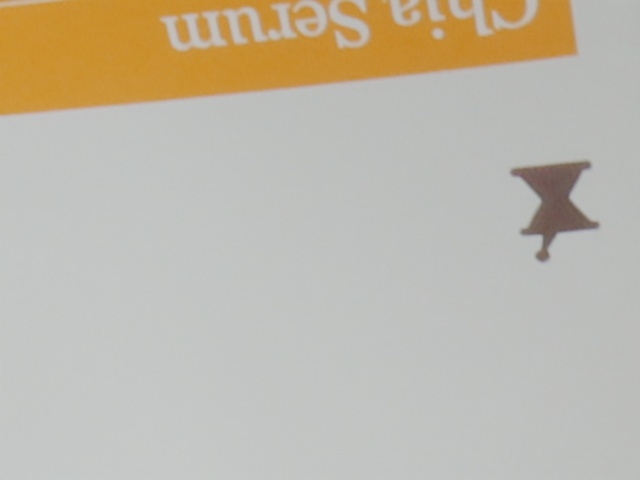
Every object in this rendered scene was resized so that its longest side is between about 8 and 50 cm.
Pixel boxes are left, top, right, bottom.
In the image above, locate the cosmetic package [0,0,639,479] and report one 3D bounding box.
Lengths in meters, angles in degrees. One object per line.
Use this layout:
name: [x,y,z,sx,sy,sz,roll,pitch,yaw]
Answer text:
cosmetic package: [0.000,0.000,0.571,0.230,0.453,0.161,-5,28,15]
